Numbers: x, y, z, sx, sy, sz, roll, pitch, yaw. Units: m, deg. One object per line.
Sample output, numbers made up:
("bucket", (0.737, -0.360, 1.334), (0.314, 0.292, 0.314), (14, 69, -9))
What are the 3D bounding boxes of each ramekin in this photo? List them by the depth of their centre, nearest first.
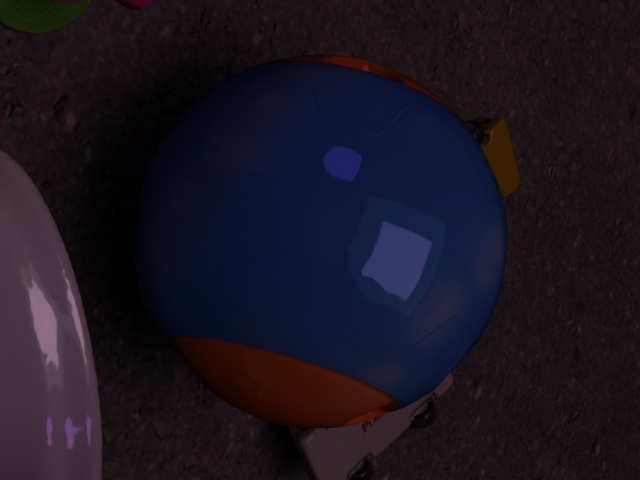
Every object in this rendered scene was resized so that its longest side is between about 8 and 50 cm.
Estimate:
("ramekin", (-0.241, 0.088, 0.879), (0.277, 0.135, 0.277), (-11, 90, -84))

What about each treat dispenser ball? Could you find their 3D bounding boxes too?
("treat dispenser ball", (0.000, 0.000, 1.101), (0.288, 0.288, 0.288), (-17, 112, -46))

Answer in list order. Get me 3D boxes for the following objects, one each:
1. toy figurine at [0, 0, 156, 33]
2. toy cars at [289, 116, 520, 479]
("toy figurine", (-0.146, -0.223, 0.972), (0.130, 0.159, 0.173), (-5, 103, -49))
("toy cars", (0.067, 0.054, 1.358), (0.176, 0.087, 0.394), (21, 88, -45))
